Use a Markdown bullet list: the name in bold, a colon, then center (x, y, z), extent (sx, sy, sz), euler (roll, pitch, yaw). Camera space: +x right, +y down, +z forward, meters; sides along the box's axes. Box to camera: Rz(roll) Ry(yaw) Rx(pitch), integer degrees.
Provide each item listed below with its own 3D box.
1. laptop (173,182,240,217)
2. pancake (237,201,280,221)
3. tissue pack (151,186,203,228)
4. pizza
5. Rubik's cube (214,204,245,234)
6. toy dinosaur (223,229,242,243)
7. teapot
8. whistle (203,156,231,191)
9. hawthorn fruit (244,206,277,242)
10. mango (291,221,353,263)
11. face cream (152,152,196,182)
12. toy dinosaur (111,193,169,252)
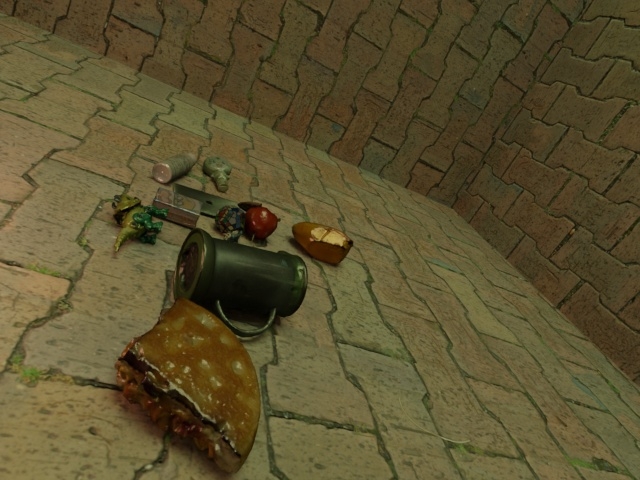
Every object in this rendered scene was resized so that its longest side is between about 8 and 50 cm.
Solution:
- **laptop**: center (-0.426, -0.139, 1.591), extent (0.269, 0.015, 0.187), euler (16, 25, -28)
- **pancake**: center (-0.233, -0.115, 1.630), extent (0.184, 0.020, 0.190), euler (18, -11, -13)
- **tissue pack**: center (-0.482, -0.110, 1.403), extent (0.155, 0.065, 0.115), euler (19, 23, -19)
- **pizza**: center (-0.252, 0.262, 0.820), extent (0.278, 0.114, 0.409), euler (6, 31, -45)
- **Rubik's cube**: center (-0.317, -0.071, 1.473), extent (0.111, 0.111, 0.093), euler (-7, 67, -55)
- **toy dinosaur**: center (-0.300, -0.014, 1.432), extent (0.030, 0.047, 0.083), euler (37, 25, 22)
- **teapot**: center (-0.194, 0.123, 1.110), extent (0.337, 0.200, 0.270), euler (15, 50, -34)
- **whistle**: center (-0.447, -0.296, 1.841), extent (0.126, 0.067, 0.258), euler (1, 37, -25)
- **hawthorn fruit**: center (-0.225, -0.063, 1.530), extent (0.125, 0.125, 0.140), euler (34, 29, 13)
- **mango**: center (0.000, 0.000, 1.656), extent (0.252, 0.126, 0.154), euler (23, 34, 4)
- **face cream**: center (-0.573, -0.299, 1.673), extent (0.082, 0.082, 0.269), euler (28, 22, -3)
- **toy dinosaur**: center (-0.524, -0.043, 1.191), extent (0.153, 0.094, 0.259), euler (16, 33, -27)
